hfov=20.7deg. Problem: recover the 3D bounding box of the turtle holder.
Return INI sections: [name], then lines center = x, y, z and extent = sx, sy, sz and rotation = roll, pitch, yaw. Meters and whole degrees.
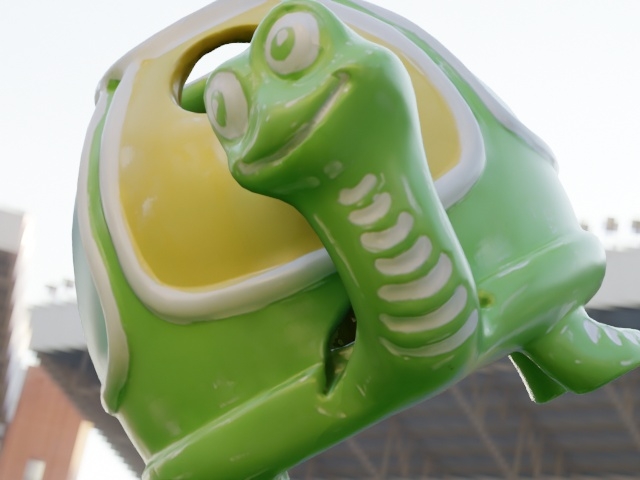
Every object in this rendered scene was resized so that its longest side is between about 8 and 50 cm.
[turtle holder]
center = -0.014, 0.008, 0.778
extent = 0.243, 0.227, 0.320
rotation = -30, -6, 20
